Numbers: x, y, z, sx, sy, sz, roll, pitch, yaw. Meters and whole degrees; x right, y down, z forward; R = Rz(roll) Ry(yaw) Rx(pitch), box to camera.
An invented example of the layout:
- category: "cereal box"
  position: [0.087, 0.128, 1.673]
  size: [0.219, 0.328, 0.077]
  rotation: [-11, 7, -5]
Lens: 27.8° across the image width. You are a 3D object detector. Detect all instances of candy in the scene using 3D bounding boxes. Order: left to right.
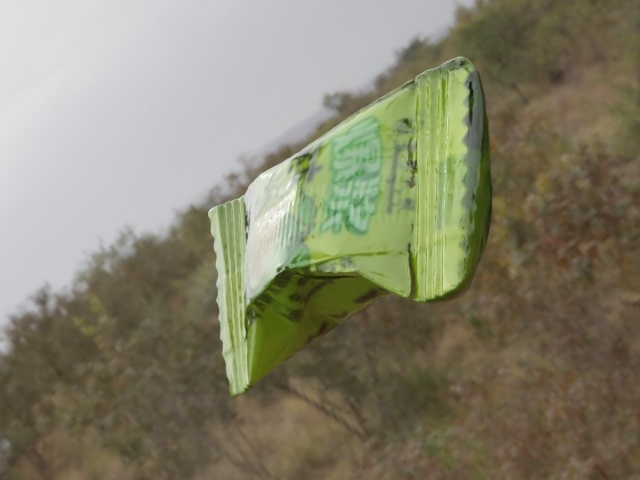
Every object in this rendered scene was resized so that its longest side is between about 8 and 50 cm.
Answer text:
- category: "candy"
  position: [0.000, 0.000, 0.764]
  size: [0.246, 0.069, 0.149]
  rotation: [-34, 46, 48]
